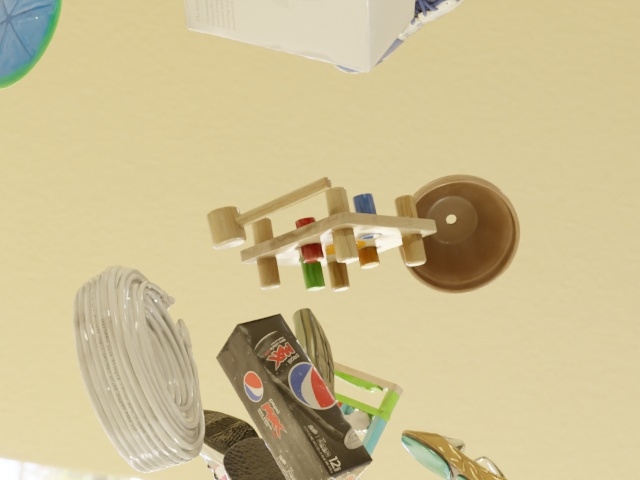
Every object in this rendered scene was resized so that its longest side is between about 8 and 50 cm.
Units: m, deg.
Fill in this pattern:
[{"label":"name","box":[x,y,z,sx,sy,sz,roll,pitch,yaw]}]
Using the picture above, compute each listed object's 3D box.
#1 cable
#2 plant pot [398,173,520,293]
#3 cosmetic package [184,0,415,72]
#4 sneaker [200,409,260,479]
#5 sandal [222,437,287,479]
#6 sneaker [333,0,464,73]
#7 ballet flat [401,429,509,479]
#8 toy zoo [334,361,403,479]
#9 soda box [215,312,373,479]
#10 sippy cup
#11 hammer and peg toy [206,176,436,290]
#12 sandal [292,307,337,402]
[{"label":"cable","box":[-0.222,0.154,1.517,0.257,0.089,0.257,61,-170,-58]},{"label":"plant pot","box":[0.262,-0.025,2.414,0.110,0.237,0.237,-95,12,-68]},{"label":"cosmetic package","box":[-0.023,-0.324,1.303,0.138,0.224,0.224,-54,-27,-44]},{"label":"sneaker","box":[-0.118,0.389,1.885,0.123,0.295,0.178,-5,-65,-44]},{"label":"sandal","box":[-0.051,0.348,1.545,0.254,0.097,0.054,-115,9,-51]},{"label":"sneaker","box":[0.128,-0.357,1.840,0.296,0.112,0.131,-40,8,-26]},{"label":"ballet flat","box":[0.240,0.381,2.098,0.073,0.232,0.080,-38,-33,-25]},{"label":"toy zoo","box":[0.014,0.376,2.318,0.030,0.192,0.293,42,-109,-44]},{"label":"soda box","box":[-0.026,0.151,1.124,0.169,0.053,0.060,56,135,24]},{"label":"sippy cup","box":[-0.569,-0.388,1.979,0.240,0.224,0.305,-64,-15,2]},{"label":"hammer and peg toy","box":[0.000,0.000,2.113,0.361,0.266,0.127,4,-109,-48]},{"label":"sandal","box":[-0.026,0.223,1.762,0.303,0.086,0.120,-96,-13,-53]}]
